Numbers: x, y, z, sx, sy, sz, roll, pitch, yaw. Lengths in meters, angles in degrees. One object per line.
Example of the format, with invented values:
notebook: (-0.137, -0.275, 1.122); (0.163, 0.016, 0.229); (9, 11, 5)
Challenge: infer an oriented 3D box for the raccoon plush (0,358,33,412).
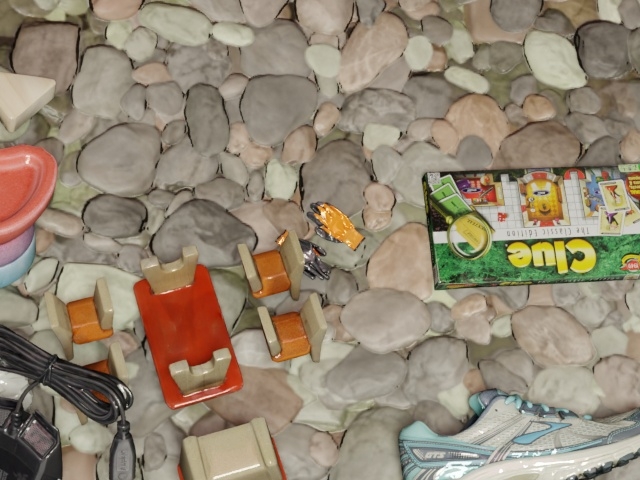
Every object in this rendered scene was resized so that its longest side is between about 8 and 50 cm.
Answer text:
raccoon plush: (-0.505, 0.135, 0.963); (0.446, 0.299, 0.216); (-25, 76, -14)

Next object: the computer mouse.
computer mouse: (-0.253, 0.213, 1.034); (0.184, 0.060, 0.262); (19, 110, 16)

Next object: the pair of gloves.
pair of gloves: (0.000, 0.000, 1.217); (0.074, 0.010, 0.083); (42, 73, 7)

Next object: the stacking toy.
stacking toy: (-0.434, -0.073, 1.163); (0.308, 0.130, 0.280); (14, 44, -8)

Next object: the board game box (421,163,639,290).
board game box: (0.250, -0.017, 1.243); (0.259, 0.030, 0.136); (-3, 75, -8)

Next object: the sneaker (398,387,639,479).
sneaker: (0.214, 0.201, 1.127); (0.283, 0.110, 0.122); (-14, 71, -11)

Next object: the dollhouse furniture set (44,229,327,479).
dollhouse furniture set: (-0.122, 0.143, 1.117); (0.262, 0.135, 0.259); (-14, 63, -11)
